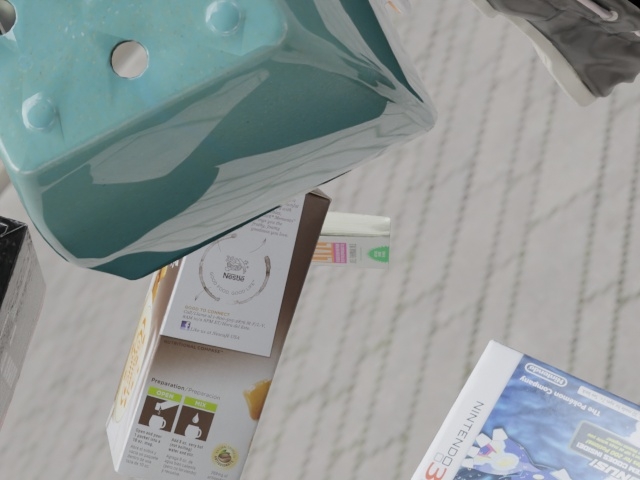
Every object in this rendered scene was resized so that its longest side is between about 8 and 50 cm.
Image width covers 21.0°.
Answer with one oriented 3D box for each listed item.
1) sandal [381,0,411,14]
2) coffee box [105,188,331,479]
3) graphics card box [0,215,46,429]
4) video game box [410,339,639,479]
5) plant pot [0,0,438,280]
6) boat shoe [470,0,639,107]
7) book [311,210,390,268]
[{"bbox_3d":[-0.005,-0.303,1.745,0.076,0.265,0.102,-35,48,19],"label":"sandal"},{"bbox_3d":[-0.084,0.059,1.348,0.141,0.098,0.246,-136,64,-75],"label":"coffee box"},{"bbox_3d":[-0.357,0.111,1.730,0.371,0.094,0.232,126,161,-78],"label":"graphics card box"},{"bbox_3d":[0.151,0.178,1.035,0.187,0.205,0.048,-58,-18,-28],"label":"video game box"},{"bbox_3d":[-0.064,-0.089,0.677,0.166,0.165,0.234,-27,-2,4],"label":"plant pot"},{"bbox_3d":[0.133,-0.175,1.010,0.095,0.335,0.112,-32,65,16],"label":"boat shoe"},{"bbox_3d":[0.000,0.000,1.788,0.096,0.144,0.035,86,-173,-68],"label":"book"}]
